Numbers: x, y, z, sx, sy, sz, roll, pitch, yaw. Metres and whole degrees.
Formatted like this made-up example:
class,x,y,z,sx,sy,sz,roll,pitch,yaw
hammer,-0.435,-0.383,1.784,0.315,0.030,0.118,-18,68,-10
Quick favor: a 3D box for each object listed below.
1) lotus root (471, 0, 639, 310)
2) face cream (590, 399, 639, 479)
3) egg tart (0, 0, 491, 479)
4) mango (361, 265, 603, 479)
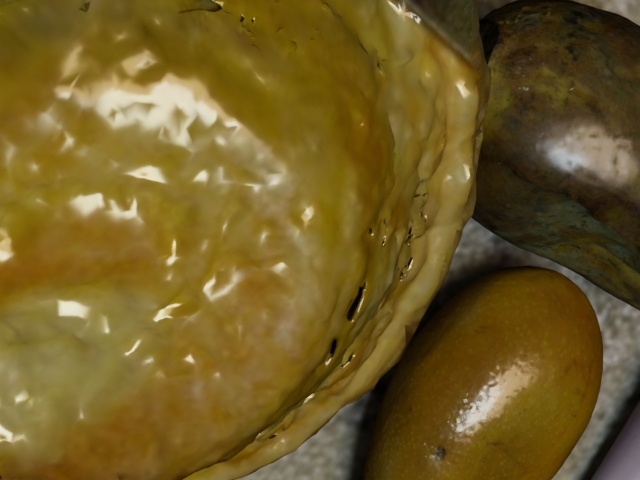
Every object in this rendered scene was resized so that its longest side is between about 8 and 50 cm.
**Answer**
class,x,y,z,sx,sy,sz,roll,pitch,yaw
lotus root,0.184,-0.048,1.091,0.274,0.160,0.152,28,91,-31
face cream,0.265,0.136,1.225,0.154,0.096,0.274,21,102,-34
egg tart,-0.116,-0.023,0.868,0.443,0.178,0.443,-7,117,-13
mango,0.095,0.120,1.116,0.136,0.099,0.228,26,95,-37
